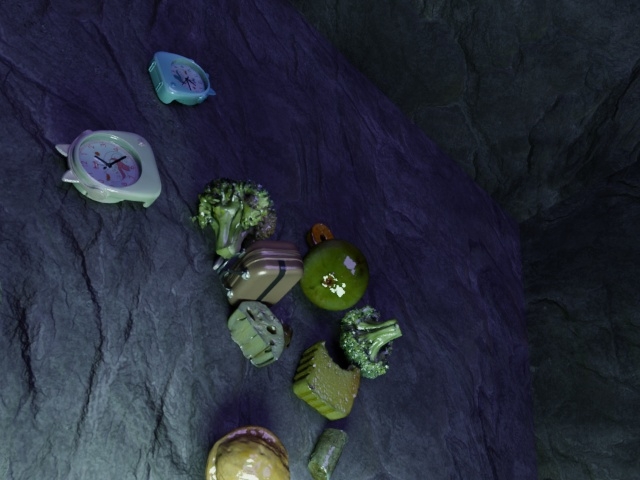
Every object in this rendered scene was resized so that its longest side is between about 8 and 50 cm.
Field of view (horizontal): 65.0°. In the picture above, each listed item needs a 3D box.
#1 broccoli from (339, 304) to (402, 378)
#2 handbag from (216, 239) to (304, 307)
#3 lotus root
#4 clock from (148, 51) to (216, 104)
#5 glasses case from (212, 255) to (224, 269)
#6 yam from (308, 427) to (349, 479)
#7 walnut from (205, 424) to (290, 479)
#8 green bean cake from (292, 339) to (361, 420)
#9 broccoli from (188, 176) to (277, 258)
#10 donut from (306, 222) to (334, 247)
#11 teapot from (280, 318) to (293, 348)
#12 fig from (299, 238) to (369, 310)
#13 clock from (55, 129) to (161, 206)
[{"bbox_3d":[0.198,0.409,2.072,0.260,0.235,0.288,-21,87,-15],"label":"broccoli"},{"bbox_3d":[-0.234,0.123,1.786,0.283,0.302,0.149,9,53,-34],"label":"handbag"},{"bbox_3d":[-0.224,0.325,1.788,0.138,0.119,0.235,-27,82,-50],"label":"lotus root"},{"bbox_3d":[-0.585,-0.681,2.156,0.274,0.094,0.223,-3,66,-47],"label":"clock"},{"bbox_3d":[-0.377,0.076,1.877,0.021,0.032,0.083,44,40,-18],"label":"glasses case"},{"bbox_3d":[0.025,0.745,1.758,0.107,0.107,0.183,46,42,-10],"label":"yam"},{"bbox_3d":[-0.213,0.669,1.474,0.257,0.224,0.257,5,78,-28],"label":"walnut"},{"bbox_3d":[0.021,0.525,1.885,0.236,0.124,0.233,41,43,-15],"label":"green bean cake"},{"bbox_3d":[-0.329,-0.074,1.882,0.293,0.348,0.281,5,59,9],"label":"broccoli"},{"bbox_3d":[0.000,0.000,2.279,0.152,0.058,0.152,24,49,-32],"label":"donut"},{"bbox_3d":[-0.137,0.354,1.893,0.068,0.076,0.121,-56,134,-57],"label":"teapot"},{"bbox_3d":[0.064,0.131,2.091,0.316,0.316,0.316,25,48,-31],"label":"fig"},{"bbox_3d":[-0.722,-0.247,1.705,0.324,0.109,0.265,-1,66,-44],"label":"clock"}]
